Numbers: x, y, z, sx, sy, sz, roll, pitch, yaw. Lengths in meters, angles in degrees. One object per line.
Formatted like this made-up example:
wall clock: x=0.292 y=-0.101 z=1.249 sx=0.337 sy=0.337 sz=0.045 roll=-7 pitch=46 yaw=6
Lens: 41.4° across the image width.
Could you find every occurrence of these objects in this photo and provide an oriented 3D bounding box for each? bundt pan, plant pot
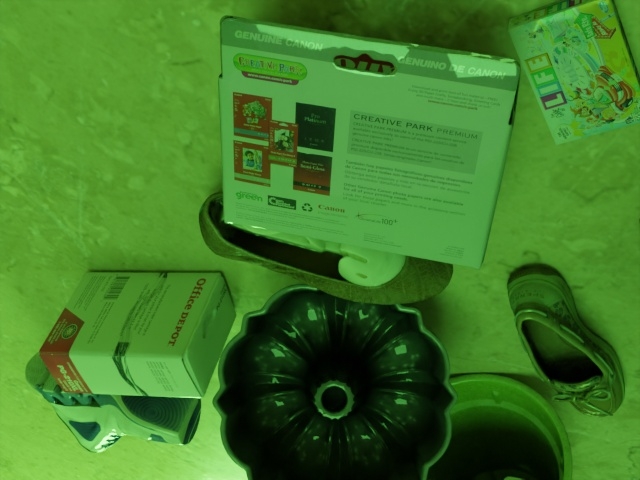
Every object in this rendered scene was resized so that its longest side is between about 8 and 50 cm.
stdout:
bundt pan: x=0.022 y=0.210 z=1.193 sx=0.330 sy=0.124 sz=0.331 roll=0 pitch=93 yaw=4
plant pot: x=0.261 y=0.386 z=1.293 sx=0.276 sy=0.276 sz=0.254 roll=-6 pitch=141 yaw=23

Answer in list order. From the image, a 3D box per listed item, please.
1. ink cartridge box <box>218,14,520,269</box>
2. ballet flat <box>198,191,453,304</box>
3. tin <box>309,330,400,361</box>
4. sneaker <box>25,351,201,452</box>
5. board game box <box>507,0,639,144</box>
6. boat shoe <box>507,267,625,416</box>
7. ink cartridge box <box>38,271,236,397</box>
ink cartridge box: x=0.053 y=-0.131 z=0.938 sx=0.309 sy=0.130 sz=0.272 roll=11 pitch=133 yaw=8
ballet flat: x=0.000 y=0.000 z=1.079 sx=0.342 sy=0.116 sz=0.124 roll=16 pitch=168 yaw=10
tin: x=0.047 y=0.178 z=1.299 sx=0.189 sy=0.040 sz=0.106 roll=18 pitch=139 yaw=2
sneaker: x=-0.349 y=0.293 z=1.490 sx=0.315 sy=0.127 sz=0.182 roll=13 pitch=139 yaw=16
board game box: x=0.274 y=-0.180 z=0.892 sx=0.103 sy=0.026 sz=0.154 roll=-14 pitch=126 yaw=29
boat shoe: x=0.330 y=0.161 z=1.152 sx=0.104 sy=0.089 sz=0.285 roll=-22 pitch=123 yaw=33
ink cartridge box: x=-0.266 y=0.137 z=1.266 sx=0.237 sy=0.172 sz=0.100 roll=-1 pitch=132 yaw=19
